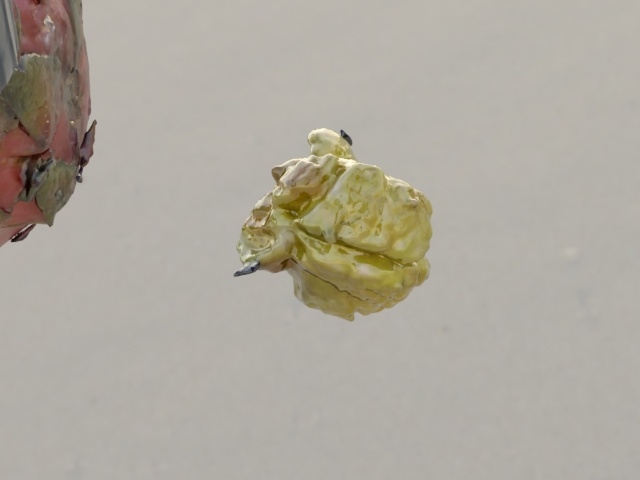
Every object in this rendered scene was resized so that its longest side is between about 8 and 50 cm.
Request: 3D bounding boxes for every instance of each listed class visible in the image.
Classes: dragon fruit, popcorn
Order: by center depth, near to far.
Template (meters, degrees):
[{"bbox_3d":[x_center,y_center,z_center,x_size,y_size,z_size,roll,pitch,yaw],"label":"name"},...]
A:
[{"bbox_3d":[0.000,0.000,0.766,0.084,0.084,0.084,-10,18,3],"label":"popcorn"},{"bbox_3d":[-0.335,-0.143,1.377,0.296,0.314,0.263,-6,-9,10],"label":"dragon fruit"}]

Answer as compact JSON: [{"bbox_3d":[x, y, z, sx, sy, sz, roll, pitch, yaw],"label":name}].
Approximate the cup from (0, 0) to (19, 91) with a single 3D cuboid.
[{"bbox_3d":[-0.149,-0.086,0.410,0.150,0.138,0.113,-15,32,-11],"label":"cup"}]
